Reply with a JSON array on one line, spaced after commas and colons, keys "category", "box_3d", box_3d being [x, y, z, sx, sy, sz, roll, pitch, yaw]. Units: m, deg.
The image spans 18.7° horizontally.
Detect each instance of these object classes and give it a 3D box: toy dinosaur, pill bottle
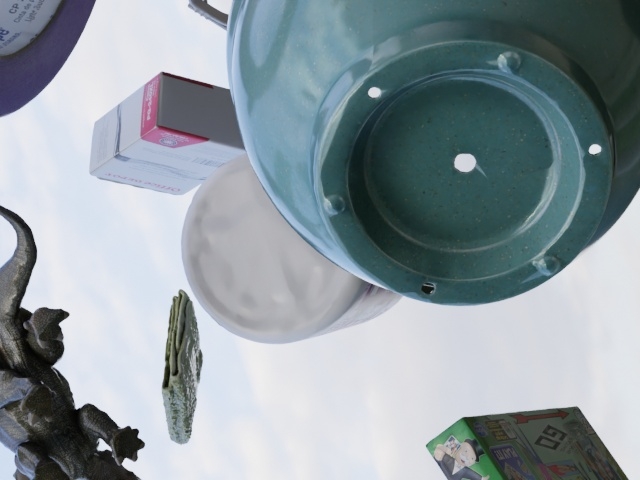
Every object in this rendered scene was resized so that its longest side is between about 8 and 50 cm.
[{"category": "toy dinosaur", "box_3d": [-0.237, 0.119, 1.568, 0.160, 0.121, 0.313, 7, 130, 56]}, {"category": "pill bottle", "box_3d": [0.000, 0.000, 1.749, 0.169, 0.169, 0.301, 70, -163, 4]}]

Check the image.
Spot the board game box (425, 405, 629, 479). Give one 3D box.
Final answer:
[{"category": "board game box", "box_3d": [0.223, 0.249, 1.713, 0.213, 0.046, 0.317, 56, -161, 17]}]

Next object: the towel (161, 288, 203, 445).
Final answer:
[{"category": "towel", "box_3d": [-0.134, 0.126, 1.883, 0.148, 0.027, 0.110, 91, -177, -59]}]

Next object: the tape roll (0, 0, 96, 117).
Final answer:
[{"category": "tape roll", "box_3d": [-0.245, -0.227, 1.357, 0.275, 0.090, 0.275, 14, -90, -71]}]

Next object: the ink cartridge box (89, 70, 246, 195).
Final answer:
[{"category": "ink cartridge box", "box_3d": [-0.146, -0.102, 1.905, 0.109, 0.150, 0.063, 12, -112, -30]}]

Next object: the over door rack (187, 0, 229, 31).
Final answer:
[{"category": "over door rack", "box_3d": [-0.046, -0.298, 2.137, 0.324, 0.108, 0.239, 41, -146, -52]}]

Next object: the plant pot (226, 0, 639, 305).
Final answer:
[{"category": "plant pot", "box_3d": [0.083, -0.080, 1.197, 0.196, 0.293, 0.293, -90, -26, -63]}]
